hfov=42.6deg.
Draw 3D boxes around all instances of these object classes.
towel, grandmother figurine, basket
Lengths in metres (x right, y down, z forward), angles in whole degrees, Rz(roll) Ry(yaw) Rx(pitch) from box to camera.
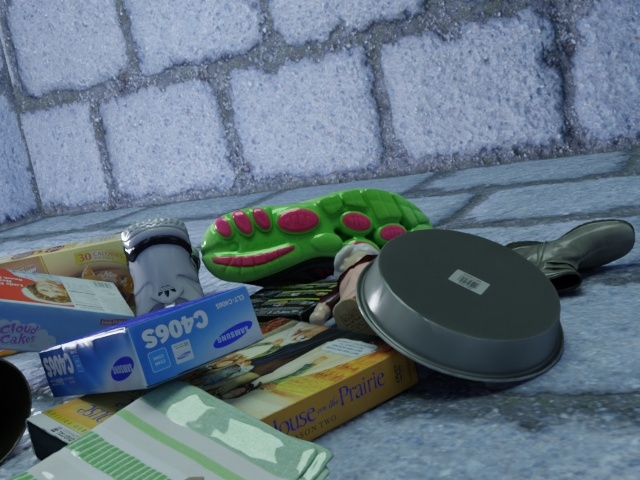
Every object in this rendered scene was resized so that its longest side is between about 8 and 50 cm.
[{"bbox_3d":[-0.174,0.245,0.772,0.247,0.038,0.324,18,30,32],"label":"towel"},{"bbox_3d":[0.069,0.076,1.352,0.207,0.104,0.342,-28,9,7],"label":"grandmother figurine"},{"bbox_3d":[-0.540,0.238,1.095,0.226,0.154,0.204,-7,10,33],"label":"basket"}]

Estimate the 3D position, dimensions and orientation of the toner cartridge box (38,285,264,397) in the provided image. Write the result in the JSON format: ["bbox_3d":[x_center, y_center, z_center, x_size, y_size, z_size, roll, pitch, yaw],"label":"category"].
[{"bbox_3d":[-0.235,0.139,1.079,0.165,0.075,0.347,-20,1,-36],"label":"toner cartridge box"}]

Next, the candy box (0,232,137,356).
[{"bbox_3d":[-0.519,0.107,1.618,0.316,0.183,0.087,-11,10,-5],"label":"candy box"}]

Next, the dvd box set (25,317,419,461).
[{"bbox_3d":[-0.125,0.208,1.066,0.420,0.062,0.307,-19,14,-36],"label":"dvd box set"}]

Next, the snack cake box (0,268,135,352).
[{"bbox_3d":[-0.471,0.124,1.408,0.264,0.089,0.152,11,16,-32],"label":"snack cake box"}]

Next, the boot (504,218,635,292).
[{"bbox_3d":[0.423,0.043,1.387,0.246,0.084,0.161,-14,17,11],"label":"boot"}]

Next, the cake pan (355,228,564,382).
[{"bbox_3d":[0.195,0.075,1.116,0.293,0.054,0.293,9,32,-6],"label":"cake pan"}]

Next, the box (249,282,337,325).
[{"bbox_3d":[-0.067,0.123,1.484,0.190,0.045,0.184,-5,10,30],"label":"box"}]

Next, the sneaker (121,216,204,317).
[{"bbox_3d":[-0.275,0.105,1.489,0.137,0.210,0.366,-12,-15,-8],"label":"sneaker"}]

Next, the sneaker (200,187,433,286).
[{"bbox_3d":[0.000,0.000,1.658,0.482,0.185,0.202,-1,-8,-10],"label":"sneaker"}]

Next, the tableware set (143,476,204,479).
[{"bbox_3d":[-0.096,0.261,0.678,0.141,0.020,0.169,12,30,-3],"label":"tableware set"}]
